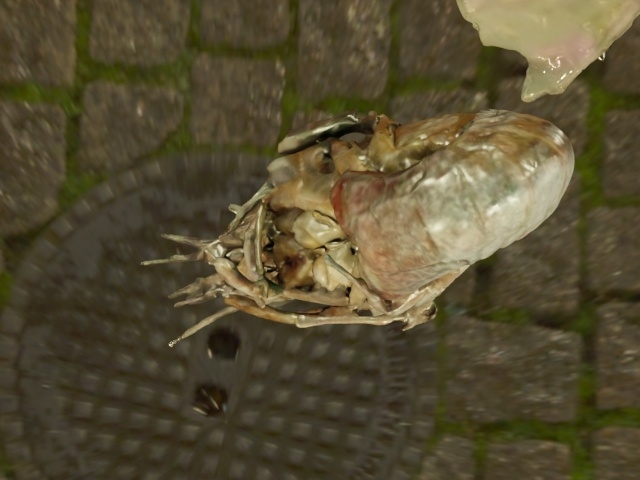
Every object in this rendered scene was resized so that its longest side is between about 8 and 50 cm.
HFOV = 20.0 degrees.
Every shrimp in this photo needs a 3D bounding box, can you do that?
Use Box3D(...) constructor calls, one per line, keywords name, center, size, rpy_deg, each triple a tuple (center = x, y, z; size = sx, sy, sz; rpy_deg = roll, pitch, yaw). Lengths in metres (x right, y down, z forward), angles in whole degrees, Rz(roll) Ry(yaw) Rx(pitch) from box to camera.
Box3D(name="shrimp", center=(0.005, 0.001, 1.109), size=(0.116, 0.343, 0.145), rpy_deg=(52, 43, -21))

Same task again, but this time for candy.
Box3D(name="candy", center=(0.217, -0.237, 1.438), size=(0.137, 0.195, 0.185), rpy_deg=(39, 53, -1))
